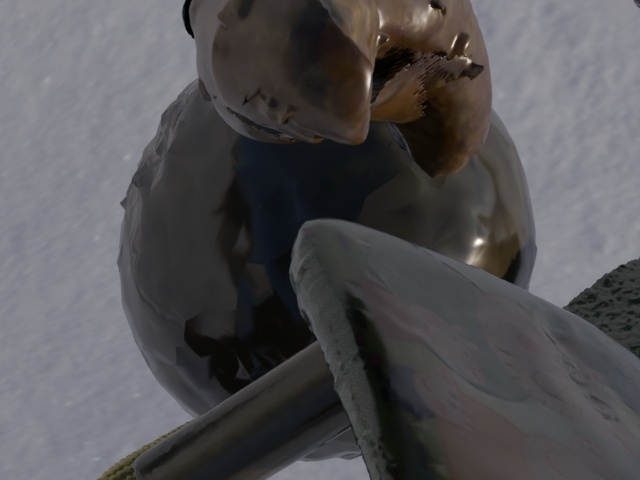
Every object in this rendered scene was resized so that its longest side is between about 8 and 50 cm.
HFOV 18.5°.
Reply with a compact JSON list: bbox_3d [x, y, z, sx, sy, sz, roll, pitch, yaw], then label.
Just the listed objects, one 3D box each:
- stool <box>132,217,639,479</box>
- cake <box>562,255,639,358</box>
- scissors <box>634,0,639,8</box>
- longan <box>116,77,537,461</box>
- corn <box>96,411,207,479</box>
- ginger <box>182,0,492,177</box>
[{"bbox_3d":[0.081,0.179,1.173,0.310,0.226,0.310,24,27,-29],"label":"stool"},{"bbox_3d":[0.272,0.133,1.685,0.283,0.172,0.158,-25,130,-35],"label":"cake"},{"bbox_3d":[0.231,-0.145,0.834,0.021,0.212,0.110,12,45,-54],"label":"scissors"},{"bbox_3d":[0.000,0.000,1.749,0.391,0.391,0.391,5,78,-24],"label":"longan"},{"bbox_3d":[-0.085,0.167,1.508,0.203,0.072,0.072,-25,91,-32],"label":"corn"},{"bbox_3d":[0.016,-0.101,1.010,0.133,0.309,0.107,45,107,11],"label":"ginger"}]
